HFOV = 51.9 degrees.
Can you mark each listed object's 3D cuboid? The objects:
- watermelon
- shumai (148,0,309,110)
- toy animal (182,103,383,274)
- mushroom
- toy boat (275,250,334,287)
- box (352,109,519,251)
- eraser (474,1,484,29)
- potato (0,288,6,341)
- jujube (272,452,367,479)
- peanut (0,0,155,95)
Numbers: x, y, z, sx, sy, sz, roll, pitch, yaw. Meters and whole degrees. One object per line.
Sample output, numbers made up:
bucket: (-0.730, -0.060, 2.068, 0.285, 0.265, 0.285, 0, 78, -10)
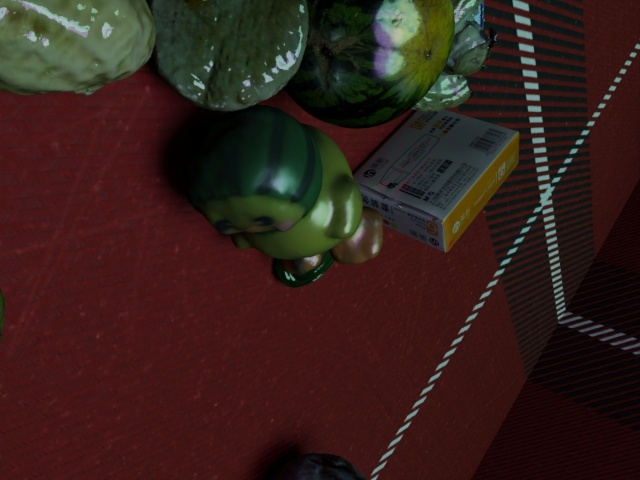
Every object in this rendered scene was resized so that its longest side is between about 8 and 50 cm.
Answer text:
watermelon: (0.056, -0.293, 0.907, 0.269, 0.269, 0.269, -29, 130, -41)
shumai: (-0.115, -0.263, 0.818, 0.120, 0.201, 0.201, -100, -156, -77)
toy animal: (-0.053, -0.076, 0.938, 0.338, 0.216, 0.191, 33, 55, -56)
mushroom: (0.175, -0.345, 1.101, 0.164, 0.190, 0.267, -16, 161, -6)
toy boat: (0.000, 0.000, 1.164, 0.210, 0.052, 0.104, -47, 124, -25)
box: (0.210, -0.126, 1.226, 0.274, 0.220, 0.091, -44, 143, -26)
eraser: (0.244, -0.507, 1.136, 0.042, 0.144, 0.312, -10, 126, -3)
potato: (-0.435, 0.097, 0.582, 0.298, 0.141, 0.176, -15, 117, -38)
jujube: (-0.007, 0.565, 1.302, 0.215, 0.246, 0.308, -28, 123, -43)
peanut: (-0.298, -0.207, 0.589, 0.325, 0.140, 0.153, -12, 135, -47)
